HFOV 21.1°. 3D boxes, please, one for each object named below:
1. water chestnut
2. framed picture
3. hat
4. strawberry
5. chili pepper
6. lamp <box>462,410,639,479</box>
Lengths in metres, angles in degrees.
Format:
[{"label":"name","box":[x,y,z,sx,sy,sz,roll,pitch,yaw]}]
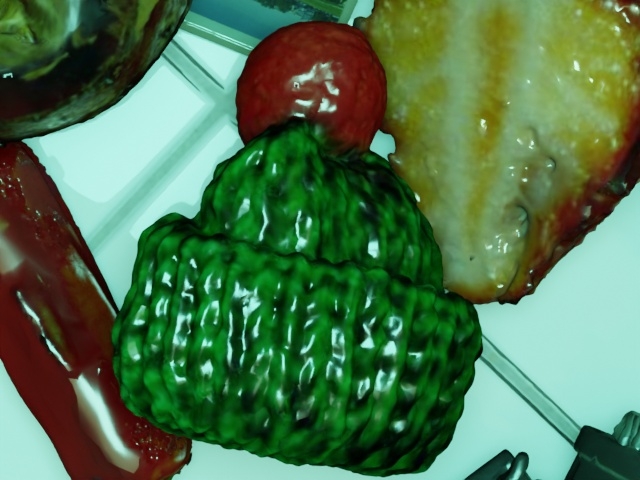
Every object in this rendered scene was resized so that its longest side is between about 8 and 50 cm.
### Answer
[{"label":"water chestnut","box":[-0.242,-0.220,1.187,0.335,0.347,0.335,-2,104,-7]},{"label":"framed picture","box":[-0.047,-0.195,1.341,0.149,0.011,0.109,21,117,-6]},{"label":"hat","box":[0.000,0.000,1.262,0.242,0.274,0.332,7,83,30]},{"label":"strawberry","box":[0.181,-0.106,1.320,0.253,0.150,0.280,-9,102,30]},{"label":"chili pepper","box":[-0.185,0.093,1.327,0.110,0.110,0.388,-26,92,-3]},{"label":"lamp","box":[0.262,0.274,1.317,0.272,0.205,0.374,-44,85,3]}]
